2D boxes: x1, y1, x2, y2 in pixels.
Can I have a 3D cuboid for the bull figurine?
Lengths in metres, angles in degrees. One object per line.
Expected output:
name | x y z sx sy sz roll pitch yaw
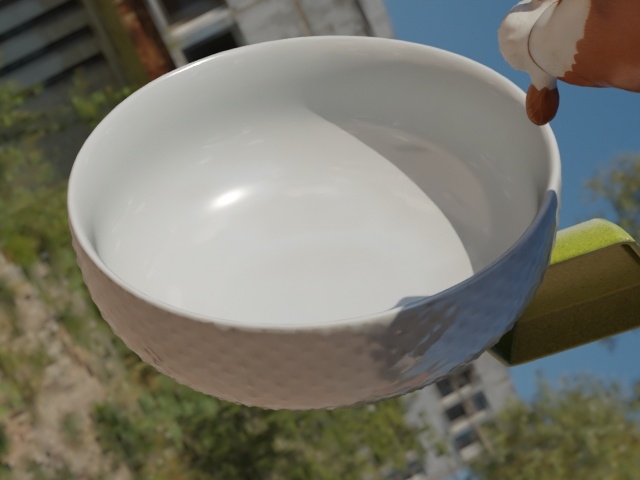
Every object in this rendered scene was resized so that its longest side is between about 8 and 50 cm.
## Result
bull figurine | 0.212 -0.140 0.859 0.310 0.188 0.101 120 -36 -79

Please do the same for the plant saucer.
plant saucer | 0.217 0.042 1.431 0.188 0.188 0.045 37 39 -54

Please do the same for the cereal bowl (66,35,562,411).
cereal bowl | 0.000 0.000 1.104 0.339 0.339 0.141 -126 -157 -48
